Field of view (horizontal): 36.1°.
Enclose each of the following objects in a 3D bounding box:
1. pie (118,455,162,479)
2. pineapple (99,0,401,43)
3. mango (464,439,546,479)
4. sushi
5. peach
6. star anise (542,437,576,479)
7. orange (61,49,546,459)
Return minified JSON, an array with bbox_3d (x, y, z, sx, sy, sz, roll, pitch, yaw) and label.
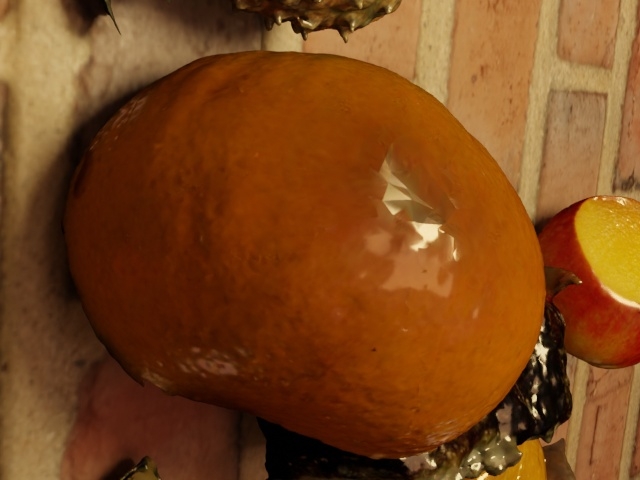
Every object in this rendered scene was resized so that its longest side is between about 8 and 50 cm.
[{"bbox_3d":[-0.183,0.274,0.647,0.282,0.068,0.128,-43,130,-30],"label":"pie"},{"bbox_3d":[-0.072,-0.203,0.608,0.310,0.141,0.170,-1,126,-44],"label":"pineapple"},{"bbox_3d":[0.120,0.326,0.977,0.187,0.144,0.359,42,70,-45],"label":"mango"},{"bbox_3d":[0.101,0.105,0.847,0.343,0.196,0.181,-10,102,-48],"label":"sushi"},{"bbox_3d":[0.329,0.043,1.123,0.190,0.190,0.192,13,108,-52],"label":"peach"},{"bbox_3d":[0.264,0.402,1.213,0.198,0.111,0.257,-45,141,-55],"label":"star anise"},{"bbox_3d":[-0.001,0.002,0.655,0.274,0.310,0.274,14,90,-79],"label":"orange"}]
